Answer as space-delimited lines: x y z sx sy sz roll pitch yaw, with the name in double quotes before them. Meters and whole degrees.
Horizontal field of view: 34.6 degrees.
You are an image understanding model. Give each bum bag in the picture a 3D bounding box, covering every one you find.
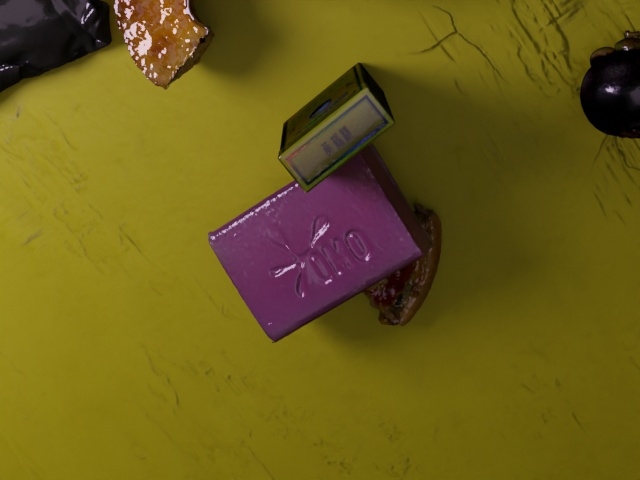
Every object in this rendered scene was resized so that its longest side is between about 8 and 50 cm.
"bum bag" -0.433 -0.263 1.346 0.326 0.079 0.142 -23 116 2

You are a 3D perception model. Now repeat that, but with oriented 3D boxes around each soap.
"soap" -0.001 0.000 1.405 0.259 0.081 0.181 -30 93 19

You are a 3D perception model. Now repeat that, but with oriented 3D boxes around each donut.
"donut" -0.166 -0.339 1.306 0.152 0.101 0.259 42 108 -3

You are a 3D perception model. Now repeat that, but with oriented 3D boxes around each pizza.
"pizza" 0.071 0.028 1.470 0.199 0.062 0.188 11 107 -3

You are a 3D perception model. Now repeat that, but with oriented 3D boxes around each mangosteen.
"mangosteen" 0.416 -0.212 1.374 0.137 0.137 0.151 2 75 -3

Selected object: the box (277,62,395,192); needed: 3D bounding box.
"box" 0.018 -0.150 1.321 0.141 0.220 0.064 -37 106 11
